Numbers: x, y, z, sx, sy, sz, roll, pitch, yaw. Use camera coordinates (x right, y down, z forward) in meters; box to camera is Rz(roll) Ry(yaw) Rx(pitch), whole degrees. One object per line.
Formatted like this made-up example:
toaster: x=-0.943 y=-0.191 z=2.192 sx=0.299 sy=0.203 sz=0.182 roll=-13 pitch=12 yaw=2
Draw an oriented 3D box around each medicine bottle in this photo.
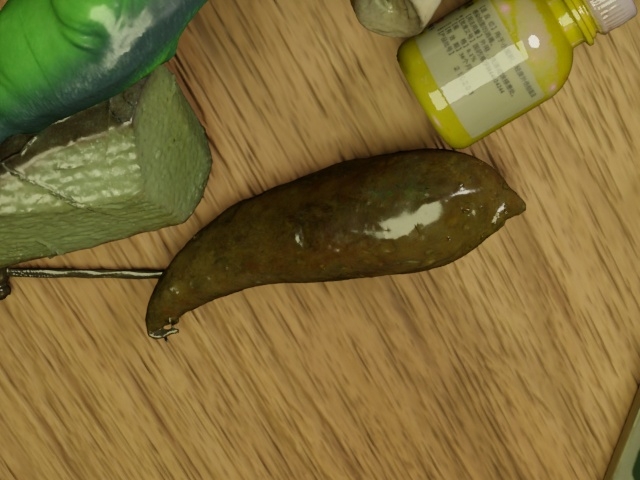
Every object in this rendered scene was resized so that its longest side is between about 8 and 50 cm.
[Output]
medicine bottle: x=0.190 y=-0.188 z=1.108 sx=0.213 sy=0.122 sz=0.121 roll=-31 pitch=105 yaw=14

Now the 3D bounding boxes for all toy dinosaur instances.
toy dinosaur: x=-0.152 y=-0.149 z=0.917 sx=0.500 sy=0.144 sz=0.374 roll=8 pitch=70 yaw=36

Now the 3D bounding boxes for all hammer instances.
hammer: x=-0.225 y=0.038 z=1.275 sx=0.292 sy=0.029 sz=0.058 roll=1 pitch=112 yaw=2

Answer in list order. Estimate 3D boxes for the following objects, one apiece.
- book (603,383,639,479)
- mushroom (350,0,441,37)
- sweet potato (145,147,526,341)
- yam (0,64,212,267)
book: x=0.527 y=0.212 z=1.277 sx=0.371 sy=0.043 sz=0.260 roll=12 pitch=112 yaw=-1
mushroom: x=0.101 y=-0.283 z=1.001 sx=0.254 sy=0.260 sz=0.234 roll=23 pitch=88 yaw=-21
sweet potato: x=-0.004 y=-0.004 z=1.190 sx=0.423 sy=0.130 sz=0.130 roll=-17 pitch=108 yaw=14
yam: x=-0.258 y=-0.091 z=1.137 sx=0.271 sy=0.202 sz=0.201 roll=-5 pitch=70 yaw=13
